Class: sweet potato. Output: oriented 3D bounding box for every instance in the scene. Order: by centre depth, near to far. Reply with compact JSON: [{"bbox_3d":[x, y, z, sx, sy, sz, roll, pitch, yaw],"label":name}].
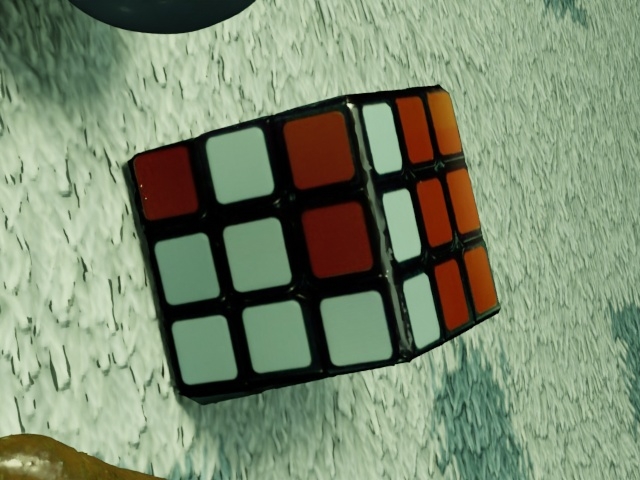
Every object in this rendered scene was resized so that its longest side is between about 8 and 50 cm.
[{"bbox_3d":[-0.096,0.159,0.789,0.274,0.067,0.067,41,45,-41],"label":"sweet potato"}]

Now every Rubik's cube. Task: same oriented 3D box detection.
[{"bbox_3d":[0.000,0.000,0.920,0.160,0.162,0.163,-18,96,-63],"label":"Rubik's cube"}]

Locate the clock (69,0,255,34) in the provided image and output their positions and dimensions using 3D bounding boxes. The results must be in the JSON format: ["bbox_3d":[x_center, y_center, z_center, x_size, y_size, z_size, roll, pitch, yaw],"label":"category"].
[{"bbox_3d":[-0.102,-0.224,0.790,0.146,0.199,0.243,-14,72,-42],"label":"clock"}]
